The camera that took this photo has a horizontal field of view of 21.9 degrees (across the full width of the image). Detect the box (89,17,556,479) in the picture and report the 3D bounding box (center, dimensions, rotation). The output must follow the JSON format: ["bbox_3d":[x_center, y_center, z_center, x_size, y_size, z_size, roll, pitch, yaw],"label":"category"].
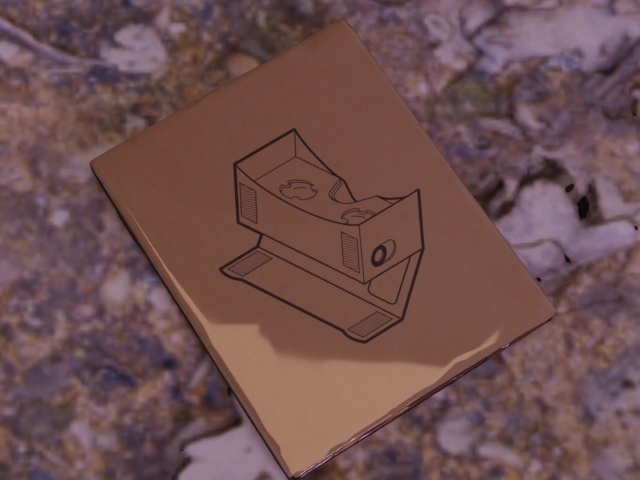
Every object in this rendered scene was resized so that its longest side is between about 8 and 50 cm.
[{"bbox_3d":[0.000,0.000,0.870,0.164,0.021,0.201,-31,75,-11],"label":"box"}]
